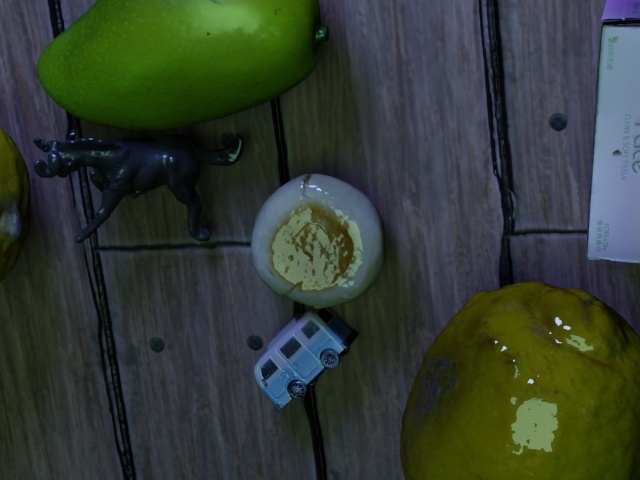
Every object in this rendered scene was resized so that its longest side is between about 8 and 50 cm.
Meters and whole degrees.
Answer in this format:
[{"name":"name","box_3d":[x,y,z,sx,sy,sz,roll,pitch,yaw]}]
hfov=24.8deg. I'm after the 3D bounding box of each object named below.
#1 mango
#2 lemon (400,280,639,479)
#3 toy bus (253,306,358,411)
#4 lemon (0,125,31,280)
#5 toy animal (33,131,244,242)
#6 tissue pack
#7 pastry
[{"name":"mango","box_3d":[-0.160,-0.212,1.562,0.343,0.156,0.192,-15,123,24]},{"name":"lemon","box_3d":[0.223,0.198,1.552,0.286,0.285,0.316,-3,127,15]},{"name":"toy bus","box_3d":[-0.024,0.134,1.696,0.075,0.060,0.123,46,110,2]},{"name":"lemon","box_3d":[-0.465,-0.042,1.641,0.293,0.293,0.293,4,108,13]},{"name":"toy animal","box_3d":[-0.203,-0.070,1.628,0.233,0.084,0.148,-1,147,-12]},{"name":"tissue pack","box_3d":[0.326,-0.117,1.483,0.093,0.148,0.246,4,110,12]},{"name":"pastry","box_3d":[0.000,0.000,1.631,0.156,0.092,0.156,3,108,10]}]
